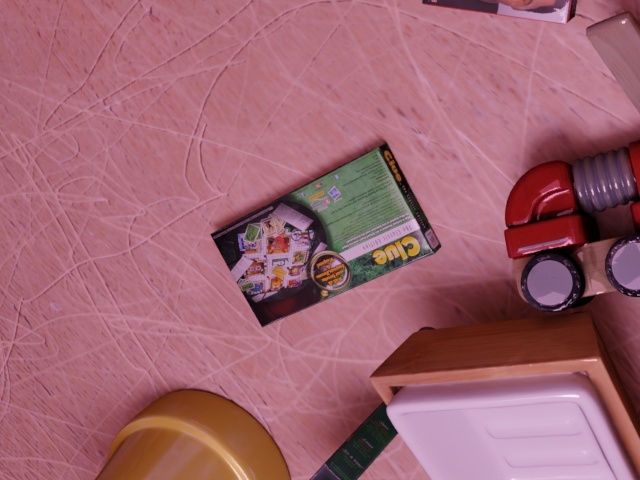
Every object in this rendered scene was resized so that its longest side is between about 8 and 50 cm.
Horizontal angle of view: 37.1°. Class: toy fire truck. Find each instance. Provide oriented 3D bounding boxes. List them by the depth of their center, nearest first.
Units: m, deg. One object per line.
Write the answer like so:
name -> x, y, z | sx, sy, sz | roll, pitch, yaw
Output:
toy fire truck -> 0.274, -0.067, 0.901 | 0.217, 0.158, 0.246 | -13, 83, 25

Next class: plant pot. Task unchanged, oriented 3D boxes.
plant pot -> -0.200, 0.358, 1.226 | 0.254, 0.239, 0.254 | 10, 113, 24

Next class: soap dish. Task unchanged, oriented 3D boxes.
soap dish -> 0.216, 0.197, 0.973 | 0.229, 0.118, 0.291 | -10, 132, 30

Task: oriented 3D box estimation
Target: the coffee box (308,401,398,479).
coffee box -> 0.032, 0.258, 1.104 | 0.040, 0.184, 0.113 | 42, 123, 11

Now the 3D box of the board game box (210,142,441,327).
board game box -> 0.000, 0.000, 1.117 | 0.260, 0.030, 0.136 | -25, 94, 32

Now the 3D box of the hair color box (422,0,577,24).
hair color box -> 0.171, -0.251, 0.894 | 0.141, 0.043, 0.072 | 13, 117, 21
